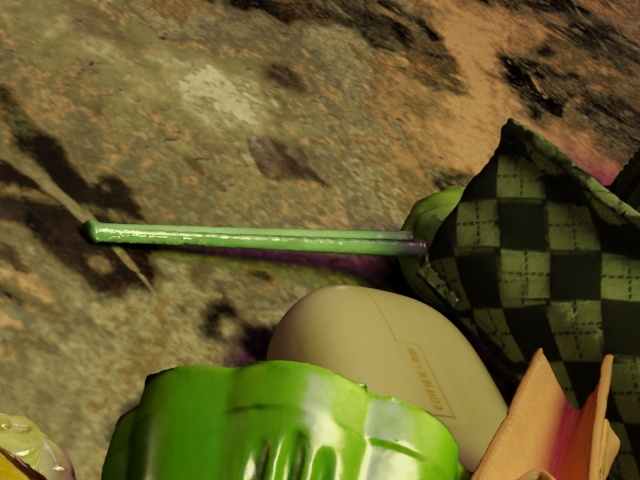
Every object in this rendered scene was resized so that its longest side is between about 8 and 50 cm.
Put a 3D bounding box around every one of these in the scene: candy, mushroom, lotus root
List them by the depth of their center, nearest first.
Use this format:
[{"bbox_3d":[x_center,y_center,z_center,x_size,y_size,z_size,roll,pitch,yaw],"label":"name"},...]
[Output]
[{"bbox_3d":[-0.024,0.170,0.687,0.186,0.186,0.186,24,32,-16],"label":"lotus root"},{"bbox_3d":[-0.153,0.114,0.713,0.084,0.067,0.083,18,35,-13],"label":"mushroom"},{"bbox_3d":[0.000,0.000,1.029,0.336,0.092,0.093,4,78,-29],"label":"candy"}]

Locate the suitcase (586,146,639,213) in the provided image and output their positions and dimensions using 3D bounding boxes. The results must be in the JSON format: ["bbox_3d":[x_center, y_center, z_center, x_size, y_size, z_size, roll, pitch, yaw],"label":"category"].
[{"bbox_3d":[0.379,-0.014,1.267,0.312,0.202,0.128,26,32,-12],"label":"suitcase"}]

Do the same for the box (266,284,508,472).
[{"bbox_3d":[0.046,0.110,0.885,0.146,0.088,0.200,11,37,-33],"label":"box"}]

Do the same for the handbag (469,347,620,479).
[{"bbox_3d":[0.117,0.178,0.755,0.059,0.212,0.157,1,25,16],"label":"handbag"}]

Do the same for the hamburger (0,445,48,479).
[{"bbox_3d":[-0.161,0.159,0.592,0.191,0.118,0.182,-7,52,-43],"label":"hamburger"}]

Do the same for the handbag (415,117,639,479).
[{"bbox_3d":[0.289,0.094,1.005,0.416,0.180,0.317,20,16,-38],"label":"handbag"}]
